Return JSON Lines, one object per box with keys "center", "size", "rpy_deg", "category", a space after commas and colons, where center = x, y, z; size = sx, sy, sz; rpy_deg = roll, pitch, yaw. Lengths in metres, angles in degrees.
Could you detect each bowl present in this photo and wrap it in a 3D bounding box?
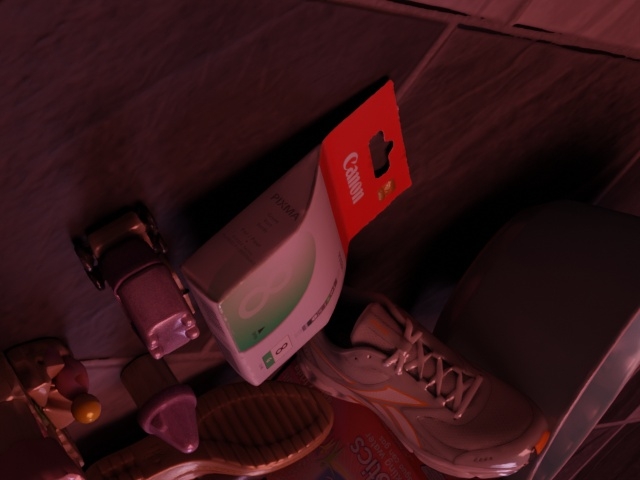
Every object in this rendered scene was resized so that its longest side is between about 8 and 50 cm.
{"center": [0.222, 0.082, 1.461], "size": [0.311, 0.163, 0.311], "rpy_deg": [-47, 162, -21], "category": "bowl"}

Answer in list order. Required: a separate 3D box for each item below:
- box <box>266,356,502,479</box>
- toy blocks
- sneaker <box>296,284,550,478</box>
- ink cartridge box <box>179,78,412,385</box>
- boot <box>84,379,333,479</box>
{"center": [0.073, 0.247, 1.448], "size": [0.142, 0.300, 0.154], "rpy_deg": [-48, 151, 21], "category": "box"}
{"center": [-0.177, 0.202, 1.138], "size": [0.309, 0.260, 0.289], "rpy_deg": [-31, 152, -9], "category": "toy blocks"}
{"center": [0.076, 0.114, 1.310], "size": [0.099, 0.262, 0.121], "rpy_deg": [-53, 150, -24], "category": "sneaker"}
{"center": [0.000, 0.000, 1.212], "size": [0.224, 0.056, 0.181], "rpy_deg": [-40, 155, -11], "category": "ink cartridge box"}
{"center": [-0.113, 0.220, 1.428], "size": [0.248, 0.090, 0.207], "rpy_deg": [-17, 157, -13], "category": "boot"}
